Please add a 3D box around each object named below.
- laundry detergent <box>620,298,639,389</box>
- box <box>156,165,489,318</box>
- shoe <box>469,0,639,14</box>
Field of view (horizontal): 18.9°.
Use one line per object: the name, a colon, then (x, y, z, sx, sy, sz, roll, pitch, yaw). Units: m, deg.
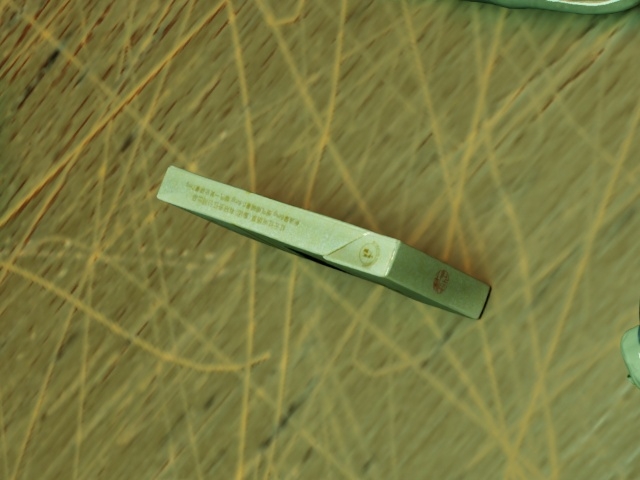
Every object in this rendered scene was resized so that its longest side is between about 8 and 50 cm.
laundry detergent: (0.217, 0.016, 0.858, 0.206, 0.096, 0.061, -32, 53, 30)
box: (0.000, 0.000, 1.025, 0.167, 0.090, 0.024, 19, 87, 40)
shoe: (0.071, -0.175, 1.010, 0.251, 0.100, 0.103, 13, 108, 34)
